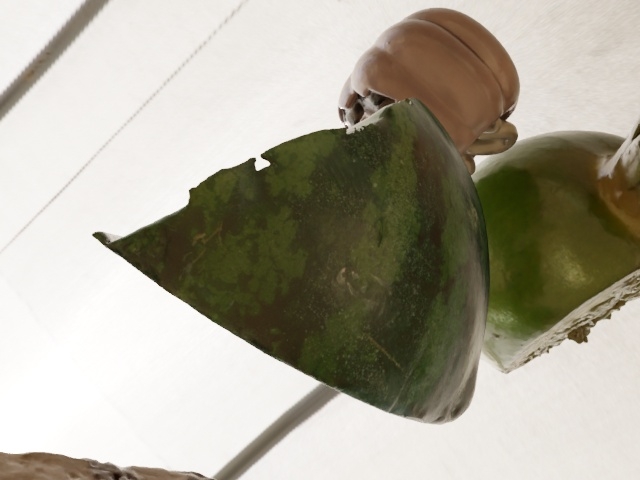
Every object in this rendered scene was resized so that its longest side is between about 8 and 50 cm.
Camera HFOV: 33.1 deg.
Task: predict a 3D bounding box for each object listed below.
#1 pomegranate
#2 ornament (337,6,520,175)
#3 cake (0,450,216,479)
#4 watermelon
[{"bbox_3d":[0.266,-0.029,1.138,0.216,0.310,0.358,57,-37,23],"label":"pomegranate"},{"bbox_3d":[0.111,-0.130,1.046,0.178,0.177,0.177,1,-83,5],"label":"ornament"},{"bbox_3d":[-0.205,0.290,0.822,0.293,0.198,0.196,10,-72,-20],"label":"cake"},{"bbox_3d":[0.030,-0.014,0.812,0.319,0.292,0.222,29,-92,-6],"label":"watermelon"}]
